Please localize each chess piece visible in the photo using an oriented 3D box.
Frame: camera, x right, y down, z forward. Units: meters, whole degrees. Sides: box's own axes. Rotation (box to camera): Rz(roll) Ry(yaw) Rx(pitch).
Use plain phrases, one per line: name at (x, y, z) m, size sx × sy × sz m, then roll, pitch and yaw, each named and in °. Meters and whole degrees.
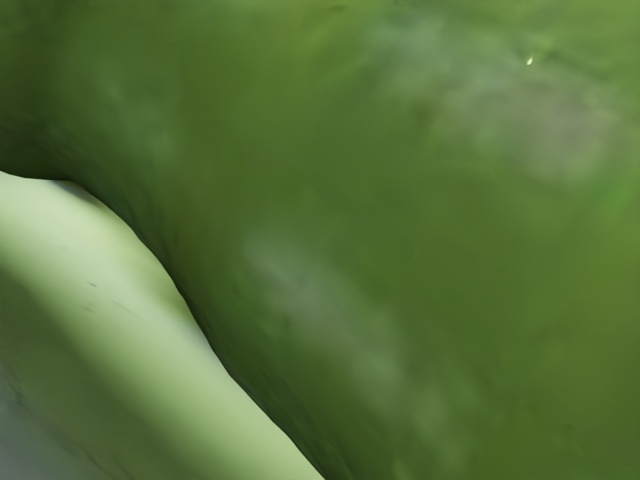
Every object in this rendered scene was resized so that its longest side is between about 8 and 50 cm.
chess piece at (-0.007, -0.045, 0.460) m, size 0.442 × 0.234 × 0.234 m, roll 31°, pitch 10°, yaw 15°
